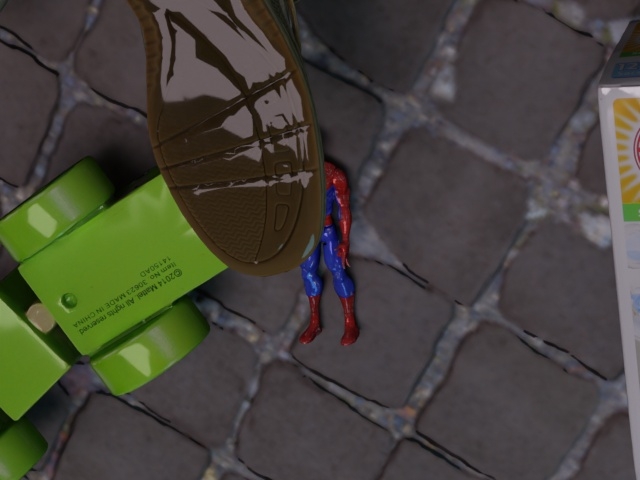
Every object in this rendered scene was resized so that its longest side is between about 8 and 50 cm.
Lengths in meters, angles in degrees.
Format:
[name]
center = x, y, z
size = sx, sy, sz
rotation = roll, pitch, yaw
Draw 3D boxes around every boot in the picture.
[boot]
center = -0.032, -0.102, 0.896
size = 0.077, 0.165, 0.213
rotation = -15, 101, 18

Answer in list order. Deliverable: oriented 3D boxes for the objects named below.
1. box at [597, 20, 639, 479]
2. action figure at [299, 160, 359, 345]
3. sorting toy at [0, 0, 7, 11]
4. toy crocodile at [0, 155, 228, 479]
[box]
center = 0.199, 0.002, 0.900
size = 0.114, 0.103, 0.203
rotation = -1, 112, 18
[action figure]
center = 0.000, 0.000, 1.010
size = 0.038, 0.030, 0.115
rotation = 3, 112, 23
[sorting toy]
center = -0.200, -0.266, 0.925
size = 0.255, 0.089, 0.257
rotation = 38, 119, 0
[toy crocodile]
center = -0.155, 0.047, 1.050
size = 0.340, 0.105, 0.115
rotation = -37, 98, 23
